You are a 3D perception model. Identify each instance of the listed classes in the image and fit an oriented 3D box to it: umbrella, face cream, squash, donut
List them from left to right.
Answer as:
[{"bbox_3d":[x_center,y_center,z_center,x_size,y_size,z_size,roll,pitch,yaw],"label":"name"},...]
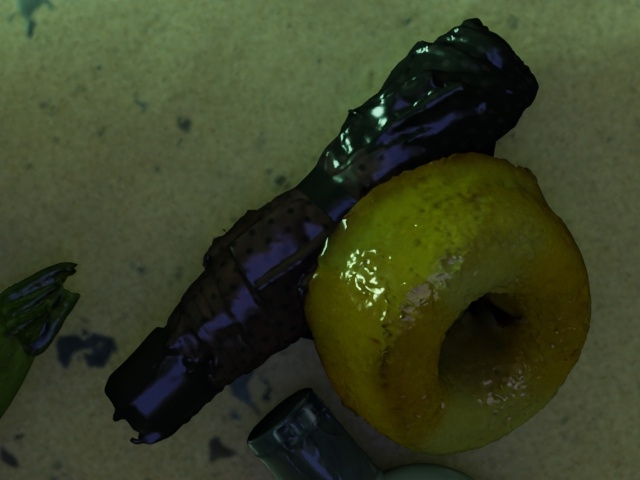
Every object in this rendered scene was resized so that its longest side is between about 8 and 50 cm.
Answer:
[{"bbox_3d":[-0.269,0.132,1.125,0.094,0.094,0.341,40,98,-6],"label":"squash"},{"bbox_3d":[0.000,0.000,1.105,0.094,0.090,0.326,44,92,-2],"label":"umbrella"},{"bbox_3d":[0.063,0.218,1.150,0.144,0.071,0.291,-41,98,-2],"label":"face cream"},{"bbox_3d":[0.083,0.047,1.081,0.174,0.074,0.190,-17,127,-25],"label":"donut"}]
